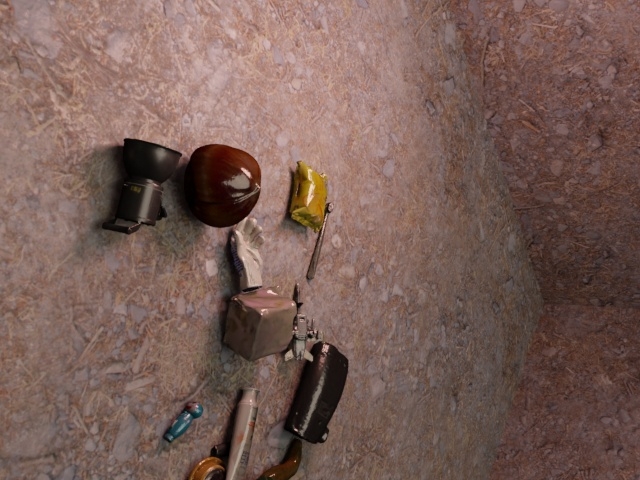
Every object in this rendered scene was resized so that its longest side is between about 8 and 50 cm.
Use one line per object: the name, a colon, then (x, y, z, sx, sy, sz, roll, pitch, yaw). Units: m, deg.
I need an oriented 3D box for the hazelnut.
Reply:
hazelnut: (-0.264, -0.147, 1.628, 0.229, 0.229, 0.229, 1, 89, -52)

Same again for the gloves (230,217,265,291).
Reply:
gloves: (-0.219, 0.041, 1.775, 0.119, 0.097, 0.229, 1, 89, -68)

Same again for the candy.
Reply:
candy: (-0.179, 0.243, 1.763, 0.195, 0.137, 0.185, -6, 114, -53)

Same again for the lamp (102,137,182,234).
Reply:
lamp: (-0.438, -0.123, 1.483, 0.172, 0.147, 0.227, 22, 80, -74)

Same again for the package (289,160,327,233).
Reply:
package: (-0.037, -0.148, 2.013, 0.168, 0.090, 0.226, 25, 68, -51)

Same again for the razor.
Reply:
razor: (-0.005, 0.522, 2.036, 0.189, 0.107, 0.327, 45, 56, -40)

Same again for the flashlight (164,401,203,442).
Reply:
flashlight: (-0.371, 0.494, 1.616, 0.129, 0.051, 0.051, -50, 127, -37)

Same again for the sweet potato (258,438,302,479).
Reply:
sweet potato: (-0.119, 0.742, 1.929, 0.233, 0.062, 0.081, -32, 114, -51)

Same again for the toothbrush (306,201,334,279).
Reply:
toothbrush: (0.000, 0.000, 2.112, 0.030, 0.030, 0.297, 22, 72, -22)

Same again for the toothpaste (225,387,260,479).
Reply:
toothpaste: (-0.234, 0.598, 1.740, 0.100, 0.066, 0.323, 55, 38, -58)

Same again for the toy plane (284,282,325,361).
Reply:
toy plane: (-0.072, 0.268, 1.972, 0.192, 0.088, 0.262, 6, 80, -24)

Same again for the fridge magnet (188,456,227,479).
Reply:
fridge magnet: (-0.314, 0.685, 1.674, 0.143, 0.063, 0.143, 3, 86, -49)

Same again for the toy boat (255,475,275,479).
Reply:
toy boat: (-0.168, 0.866, 1.814, 0.141, 0.092, 0.319, -19, 111, -15)

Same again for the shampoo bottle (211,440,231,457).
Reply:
shampoo bottle: (-0.265, 0.618, 1.766, 0.137, 0.027, 0.048, 15, 78, -51)
